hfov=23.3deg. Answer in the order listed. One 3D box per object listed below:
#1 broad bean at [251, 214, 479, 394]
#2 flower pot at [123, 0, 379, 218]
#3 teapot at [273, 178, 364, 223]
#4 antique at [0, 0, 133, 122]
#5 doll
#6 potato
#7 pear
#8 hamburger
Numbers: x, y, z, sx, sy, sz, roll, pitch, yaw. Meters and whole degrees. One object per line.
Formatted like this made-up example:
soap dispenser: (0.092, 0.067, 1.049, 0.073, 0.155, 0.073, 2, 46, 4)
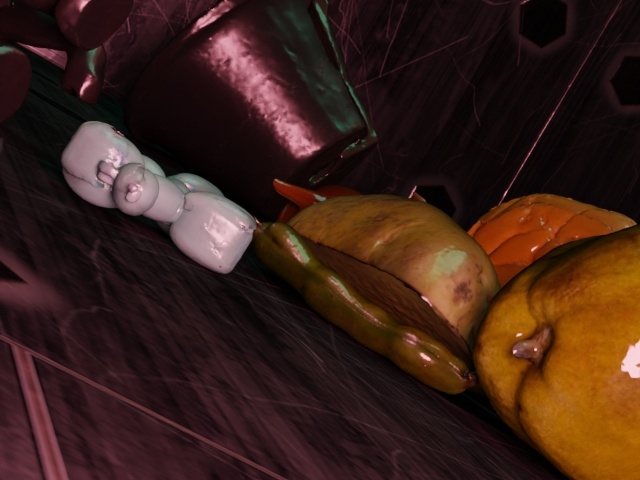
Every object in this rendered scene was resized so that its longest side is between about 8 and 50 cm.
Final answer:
broad bean: (0.029, 0.056, 1.337, 0.256, 0.052, 0.053, 35, 44, 26)
flower pot: (-0.077, -0.184, 2.267, 0.251, 0.379, 0.379, 52, 7, 10)
teapot: (0.000, 0.000, 1.611, 0.116, 0.116, 0.173, 33, -23, 44)
antique: (-0.325, -0.226, 1.260, 0.255, 0.185, 0.322, 34, 8, 29)
doll: (-0.130, -0.036, 1.212, 0.158, 0.059, 0.159, 32, 4, -18)
potato: (0.081, 0.021, 1.413, 0.160, 0.111, 0.272, 49, -15, -32)
pear: (0.283, 0.102, 1.252, 0.321, 0.269, 0.269, 9, 12, -26)
hamburger: (0.225, 0.061, 1.513, 0.163, 0.244, 0.244, 41, -4, -36)
